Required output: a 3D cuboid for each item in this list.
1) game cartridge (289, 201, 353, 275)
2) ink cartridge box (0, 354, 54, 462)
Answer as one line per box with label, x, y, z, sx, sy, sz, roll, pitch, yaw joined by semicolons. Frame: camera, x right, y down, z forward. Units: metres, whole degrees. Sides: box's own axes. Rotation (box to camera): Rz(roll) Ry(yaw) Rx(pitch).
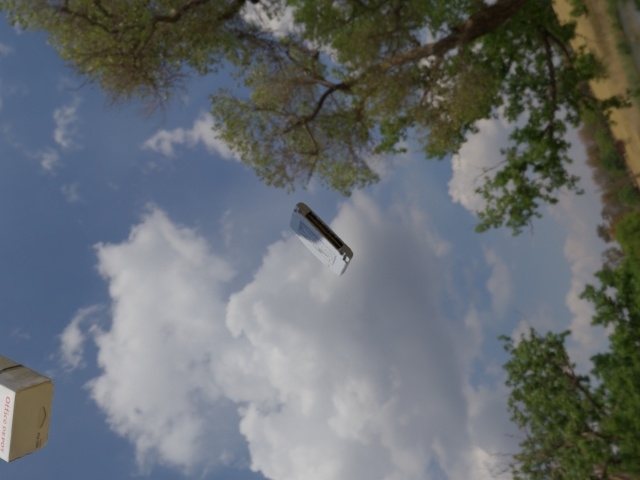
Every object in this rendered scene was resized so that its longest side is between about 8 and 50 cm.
game cartridge;0.000;0.000;0.614;0.017;0.056;0.083;-39;-102;-26
ink cartridge box;-0.427;0.215;0.742;0.056;0.135;0.099;-8;-71;-64
